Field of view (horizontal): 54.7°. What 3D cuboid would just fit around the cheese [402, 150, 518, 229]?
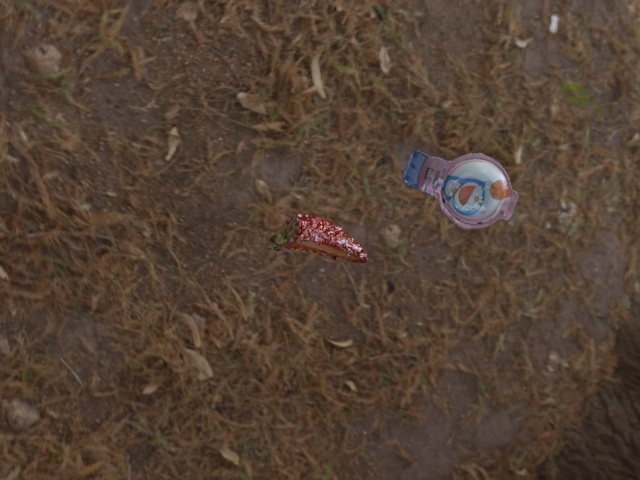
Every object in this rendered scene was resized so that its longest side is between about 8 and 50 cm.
[{"bbox_3d":[0.338,-0.132,1.512,0.074,0.286,0.189,-21,134,-61],"label":"cheese"}]

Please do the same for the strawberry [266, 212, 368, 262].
[{"bbox_3d":[-0.001,-0.006,1.390,0.208,0.167,0.087,16,75,-31],"label":"strawberry"}]
